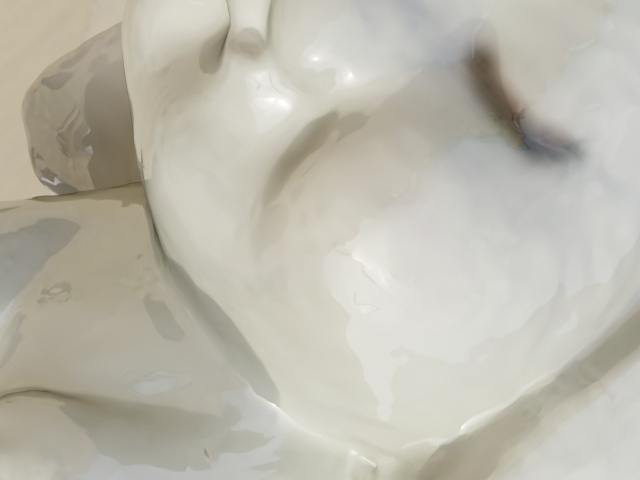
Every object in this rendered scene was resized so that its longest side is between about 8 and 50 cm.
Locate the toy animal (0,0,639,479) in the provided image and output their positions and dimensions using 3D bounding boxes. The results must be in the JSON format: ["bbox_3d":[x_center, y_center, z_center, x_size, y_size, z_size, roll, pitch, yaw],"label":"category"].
[{"bbox_3d":[0.000,0.000,0.410,0.265,0.271,0.206,-46,144,12],"label":"toy animal"}]
